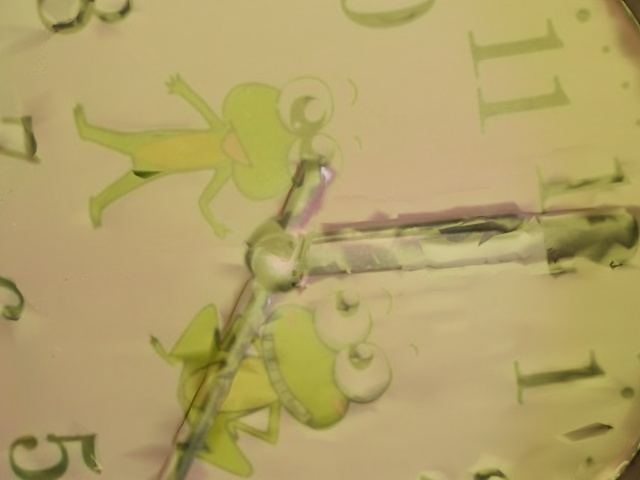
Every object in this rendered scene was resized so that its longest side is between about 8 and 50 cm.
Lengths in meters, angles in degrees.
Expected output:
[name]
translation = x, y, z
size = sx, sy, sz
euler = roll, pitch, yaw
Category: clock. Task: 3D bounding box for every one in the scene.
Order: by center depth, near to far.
[clock]
translation = 0.000, 0.000, 0.331
size = 0.322, 0.113, 0.295
euler = -8, 99, 1
